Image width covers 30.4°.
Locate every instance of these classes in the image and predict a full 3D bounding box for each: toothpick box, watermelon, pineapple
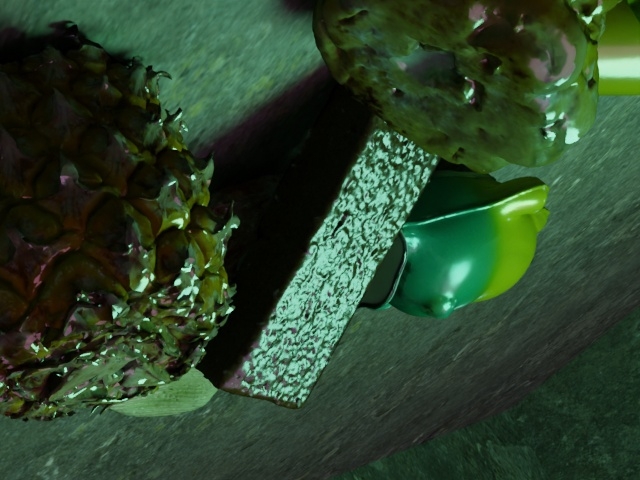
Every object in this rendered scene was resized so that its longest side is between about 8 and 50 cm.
[{"bbox_3d":[0.323,-0.253,1.375,0.271,0.175,0.175,-4,154,-9],"label":"toothpick box"},{"bbox_3d":[-0.097,0.003,1.517,0.140,0.192,0.257,11,-168,40],"label":"watermelon"},{"bbox_3d":[-0.250,0.006,1.123,0.352,0.300,0.352,-20,158,-8],"label":"pineapple"}]

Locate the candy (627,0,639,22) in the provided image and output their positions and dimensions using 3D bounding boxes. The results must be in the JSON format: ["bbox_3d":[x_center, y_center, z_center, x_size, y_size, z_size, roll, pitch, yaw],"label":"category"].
[{"bbox_3d":[0.355,-0.328,1.266,0.149,0.246,0.069,-41,-161,-4],"label":"candy"}]

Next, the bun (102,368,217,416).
[{"bbox_3d":[-0.240,0.173,1.740,0.222,0.127,0.222,-4,149,-2],"label":"bun"}]

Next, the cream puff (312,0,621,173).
[{"bbox_3d":[0.170,-0.242,1.182,0.257,0.291,0.324,-54,151,-19],"label":"cream puff"}]

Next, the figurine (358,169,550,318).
[{"bbox_3d":[0.184,0.010,1.790,0.340,0.231,0.323,-5,150,-37],"label":"figurine"}]

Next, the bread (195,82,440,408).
[{"bbox_3d":[0.000,0.000,1.443,0.165,0.113,0.416,26,95,-49],"label":"bread"}]
